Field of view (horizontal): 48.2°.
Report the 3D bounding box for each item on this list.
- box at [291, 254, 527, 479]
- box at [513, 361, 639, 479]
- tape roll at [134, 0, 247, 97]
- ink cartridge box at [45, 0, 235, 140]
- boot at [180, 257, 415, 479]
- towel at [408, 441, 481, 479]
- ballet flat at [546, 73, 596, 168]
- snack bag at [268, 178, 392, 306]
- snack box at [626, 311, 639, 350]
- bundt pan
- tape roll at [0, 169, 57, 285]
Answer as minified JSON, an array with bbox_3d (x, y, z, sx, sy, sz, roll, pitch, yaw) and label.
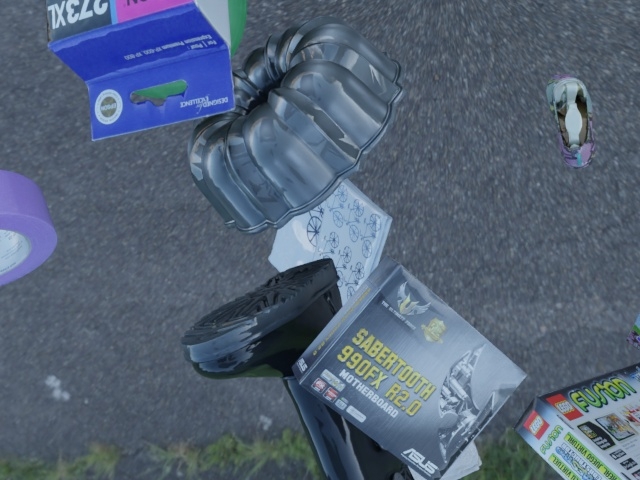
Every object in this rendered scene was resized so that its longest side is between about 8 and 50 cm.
[{"bbox_3d":[0.110,0.160,0.872,0.231,0.056,0.183,41,90,-18],"label":"box"},{"bbox_3d":[0.257,0.158,0.573,0.114,0.207,0.036,44,121,36],"label":"box"},{"bbox_3d":[-0.290,-0.422,1.287,0.321,0.077,0.321,-18,125,-27],"label":"tape roll"},{"bbox_3d":[-0.182,-0.294,0.686,0.176,0.069,0.370,-7,88,24],"label":"ink cartridge box"},{"bbox_3d":[-0.001,0.279,1.038,0.146,0.367,0.445,-15,97,29],"label":"boot"},{"bbox_3d":[0.210,0.407,1.558,0.187,0.049,0.282,-31,88,11],"label":"towel"},{"bbox_3d":[0.462,-0.237,1.313,0.077,0.221,0.079,-7,150,16],"label":"ballet flat"},{"bbox_3d":[0.000,0.000,1.410,0.037,0.342,0.323,-6,127,-32],"label":"snack bag"},{"bbox_3d":[0.543,0.141,1.017,0.070,0.207,0.174,-42,61,-12],"label":"snack box"},{"bbox_3d":[-0.053,-0.174,0.964,0.331,0.331,0.124,-33,122,20],"label":"bundt pan"},{"bbox_3d":[-0.590,-0.006,1.191,0.275,0.275,0.090,-34,69,20],"label":"tape roll"}]
